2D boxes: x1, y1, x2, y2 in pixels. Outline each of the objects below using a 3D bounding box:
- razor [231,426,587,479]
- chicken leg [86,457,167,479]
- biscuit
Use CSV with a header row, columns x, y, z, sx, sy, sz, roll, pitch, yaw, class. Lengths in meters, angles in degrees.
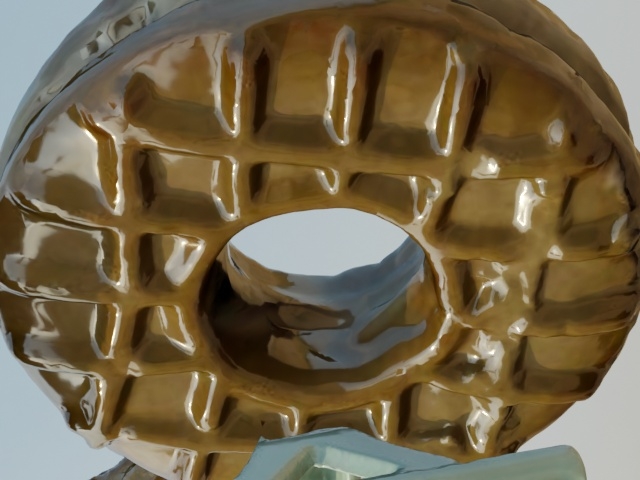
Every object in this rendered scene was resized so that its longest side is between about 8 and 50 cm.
x,y,z,sx,sy,sz,roll,pitch,yaw,class
-0.009,0.095,0.579,0.278,0.111,0.056,116,144,-73,razor
-0.103,0.165,1.442,0.107,0.087,0.251,4,-52,-51,chicken leg
0.000,0.000,0.945,0.103,0.332,0.332,-93,2,-50,biscuit
